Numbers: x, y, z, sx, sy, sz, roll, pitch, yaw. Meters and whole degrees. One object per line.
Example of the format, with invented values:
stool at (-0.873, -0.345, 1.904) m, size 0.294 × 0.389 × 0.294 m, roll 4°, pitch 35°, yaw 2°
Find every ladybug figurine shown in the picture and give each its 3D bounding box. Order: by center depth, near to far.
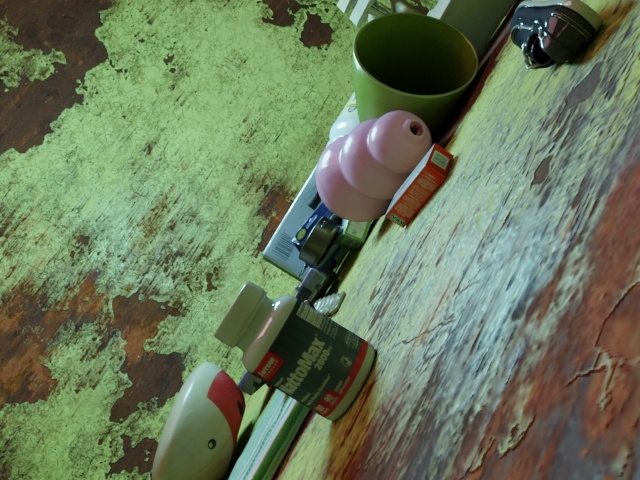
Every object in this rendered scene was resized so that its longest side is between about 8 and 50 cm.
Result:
ladybug figurine at (-0.280, 0.461, 1.459) m, size 0.449 × 0.162 × 0.305 m, roll -103°, pitch 30°, yaw -84°

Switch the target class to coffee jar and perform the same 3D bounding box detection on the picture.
coffee jar at (0.057, -0.095, 1.701) m, size 0.096 × 0.184 × 0.079 m, roll -56°, pitch 4°, yaw 41°

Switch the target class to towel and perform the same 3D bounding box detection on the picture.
towel at (-0.086, 0.328, 1.026) m, size 0.248 × 0.038 × 0.325 m, roll -60°, pitch 3°, yaw -20°

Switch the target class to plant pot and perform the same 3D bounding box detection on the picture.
plant pot at (0.193, -0.328, 1.416) m, size 0.275 × 0.274 × 0.293 m, roll -60°, pitch -11°, yaw -32°

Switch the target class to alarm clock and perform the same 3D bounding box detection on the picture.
alarm clock at (-0.009, 0.021, 1.553) m, size 0.192 × 0.064 × 0.129 m, roll -58°, pitch -5°, yaw 22°

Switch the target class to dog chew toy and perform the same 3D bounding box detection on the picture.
dog chew toy at (0.122, -0.168, 1.301) m, size 0.207 × 0.206 × 0.332 m, roll -59°, pitch 10°, yaw -27°

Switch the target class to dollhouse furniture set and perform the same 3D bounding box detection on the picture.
dollhouse furniture set at (0.301, -0.620, 1.607) m, size 0.256 × 0.362 × 0.394 m, roll -58°, pitch 30°, yaw 26°

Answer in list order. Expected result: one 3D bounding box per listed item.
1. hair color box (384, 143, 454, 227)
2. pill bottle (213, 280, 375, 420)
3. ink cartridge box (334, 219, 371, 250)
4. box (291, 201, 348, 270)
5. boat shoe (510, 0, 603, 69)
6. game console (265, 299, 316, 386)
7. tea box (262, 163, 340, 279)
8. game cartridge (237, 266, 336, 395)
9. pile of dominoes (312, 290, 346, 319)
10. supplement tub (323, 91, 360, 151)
hair color box at (0.171, -0.093, 1.042) m, size 0.141 × 0.043 × 0.072 m, roll -54°, pitch 5°, yaw 47°
pill bottle at (-0.034, 0.131, 0.738) m, size 0.108 × 0.180 × 0.108 m, roll -58°, pitch 2°, yaw 3°
ink cartridge box at (0.108, -0.086, 1.587) m, size 0.109 × 0.062 × 0.209 m, roll 130°, pitch 160°, yaw -73°
box at (0.000, 0.000, 1.665) m, size 0.136 × 0.036 × 0.225 m, roll -51°, pitch -40°, yaw -18°
boat shoe at (0.261, -0.241, 0.717) m, size 0.065 × 0.075 × 0.206 m, roll -55°, pitch 8°, yaw 12°
game console at (-0.060, 0.195, 1.152) m, size 0.144 × 0.085 × 0.124 m, roll -42°, pitch -6°, yaw 9°
tea box at (-0.015, -0.031, 1.934) m, size 0.329 × 0.220 × 0.323 m, roll -59°, pitch 2°, yaw -8°
game cartridge at (-0.083, 0.227, 1.584) m, size 0.355 × 0.068 × 0.230 m, roll -58°, pitch -4°, yaw 4°
pile of dominoes at (-0.016, 0.210, 1.347) m, size 0.196 × 0.040 × 0.251 m, roll -55°, pitch 9°, yaw -21°
supplement tub at (0.171, -0.325, 1.703) m, size 0.325 × 0.235 × 0.235 m, roll -59°, pitch 3°, yaw -17°
